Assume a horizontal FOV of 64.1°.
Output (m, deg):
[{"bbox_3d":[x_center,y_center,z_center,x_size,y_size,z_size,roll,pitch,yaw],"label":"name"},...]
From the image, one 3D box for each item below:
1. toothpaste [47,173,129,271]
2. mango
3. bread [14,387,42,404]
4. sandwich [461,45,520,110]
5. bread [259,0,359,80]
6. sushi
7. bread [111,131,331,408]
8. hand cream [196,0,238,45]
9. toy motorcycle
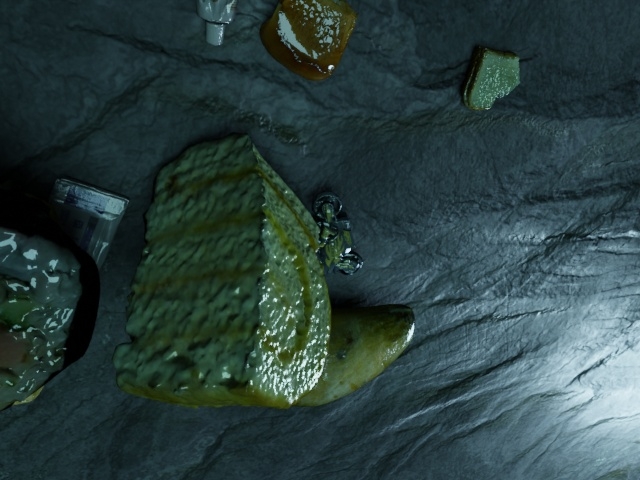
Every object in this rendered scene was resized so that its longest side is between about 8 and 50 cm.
[{"bbox_3d":[-0.419,0.035,0.840,0.099,0.069,0.282,7,113,-55],"label":"toothpaste"},{"bbox_3d":[0.038,0.218,1.032,0.330,0.175,0.176,-15,159,-31],"label":"mango"},{"bbox_3d":[-0.620,0.220,0.856,0.289,0.119,0.152,-5,120,-14],"label":"bread"},{"bbox_3d":[0.286,-0.268,0.861,0.093,0.035,0.104,6,120,-21],"label":"sandwich"},{"bbox_3d":[-0.015,-0.304,0.748,0.129,0.044,0.126,24,111,-24],"label":"bread"},{"bbox_3d":[-0.496,0.041,0.694,0.329,0.285,0.327,5,117,-35],"label":"sushi"},{"bbox_3d":[-0.121,0.064,0.805,0.240,0.394,0.264,-11,153,26],"label":"bread"},{"bbox_3d":[-0.125,-0.387,0.663,0.084,0.050,0.256,8,116,-17],"label":"hand cream"},{"bbox_3d":[0.000,0.000,0.934,0.124,0.061,0.193,-19,124,5],"label":"toy motorcycle"}]
